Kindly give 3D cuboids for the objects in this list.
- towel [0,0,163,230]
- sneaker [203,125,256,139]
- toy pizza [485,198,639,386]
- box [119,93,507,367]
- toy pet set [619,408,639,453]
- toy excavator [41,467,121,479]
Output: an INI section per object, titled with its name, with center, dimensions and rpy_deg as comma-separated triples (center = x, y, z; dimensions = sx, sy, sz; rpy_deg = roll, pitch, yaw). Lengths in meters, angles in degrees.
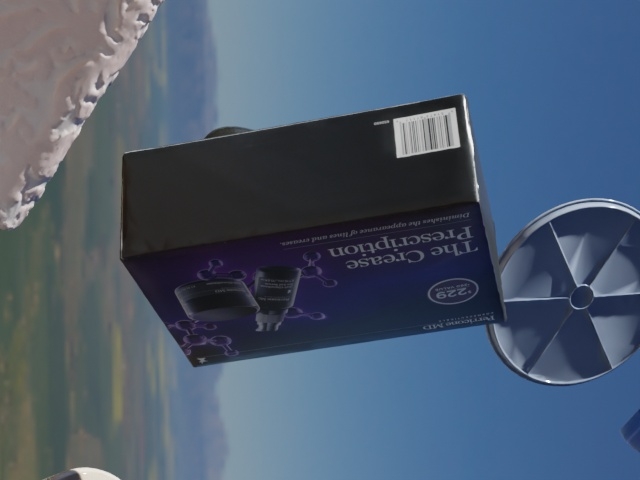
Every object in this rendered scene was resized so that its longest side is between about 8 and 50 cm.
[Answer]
[towel]
center = -0.378, -0.230, 1.501
dimensions = 0.332, 0.317, 0.053
rpy_deg = -57, 175, 6
[sneaker]
center = -0.027, -0.045, 1.475
dimensions = 0.341, 0.125, 0.139
rpy_deg = 42, -18, 36
[toy pizza]
center = 0.252, 0.051, 1.345
dimensions = 0.032, 0.201, 0.201
rpy_deg = -129, -143, -63
[box]
center = 0.000, 0.000, 1.042
dimensions = 0.184, 0.261, 0.103
rpy_deg = 65, 18, -58
[toy pet set]
center = 0.304, 0.132, 1.134
dimensions = 0.065, 0.114, 0.122
rpy_deg = 36, 9, -42
[toy excavator]
center = -0.148, 0.474, 1.166
dimensions = 0.222, 0.433, 0.445
rpy_deg = -28, -143, 46
